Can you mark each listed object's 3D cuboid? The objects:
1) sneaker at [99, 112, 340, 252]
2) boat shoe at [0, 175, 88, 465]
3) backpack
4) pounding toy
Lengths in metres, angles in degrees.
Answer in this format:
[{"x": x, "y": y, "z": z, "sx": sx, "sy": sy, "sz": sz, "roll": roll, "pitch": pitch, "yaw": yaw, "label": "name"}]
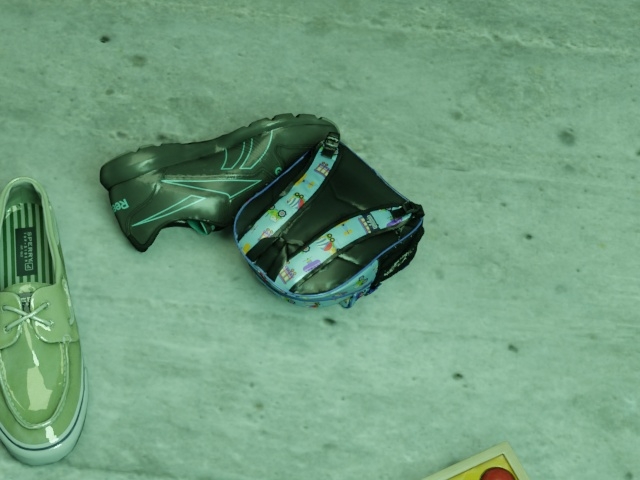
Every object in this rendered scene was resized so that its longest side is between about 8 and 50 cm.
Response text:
[{"x": -0.100, "y": -0.065, "z": 1.578, "sx": 0.267, "sy": 0.101, "sz": 0.106, "roll": -16, "pitch": 83, "yaw": -14, "label": "sneaker"}, {"x": -0.298, "y": 0.075, "z": 1.462, "sx": 0.109, "sy": 0.094, "sz": 0.302, "roll": -9, "pitch": 59, "yaw": -9, "label": "boat shoe"}, {"x": 0.000, "y": 0.000, "z": 1.514, "sx": 0.173, "sy": 0.117, "sz": 0.158, "roll": -39, "pitch": 69, "yaw": -24, "label": "backpack"}, {"x": 0.168, "y": 0.271, "z": 1.369, "sx": 0.130, "sy": 0.100, "sz": 0.141, "roll": -22, "pitch": 62, "yaw": -16, "label": "pounding toy"}]
